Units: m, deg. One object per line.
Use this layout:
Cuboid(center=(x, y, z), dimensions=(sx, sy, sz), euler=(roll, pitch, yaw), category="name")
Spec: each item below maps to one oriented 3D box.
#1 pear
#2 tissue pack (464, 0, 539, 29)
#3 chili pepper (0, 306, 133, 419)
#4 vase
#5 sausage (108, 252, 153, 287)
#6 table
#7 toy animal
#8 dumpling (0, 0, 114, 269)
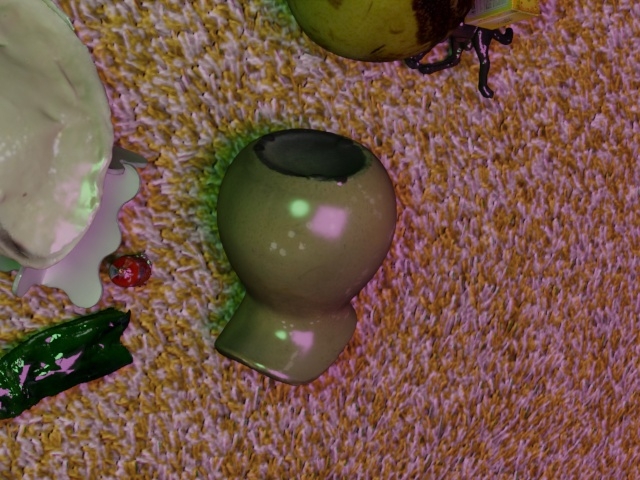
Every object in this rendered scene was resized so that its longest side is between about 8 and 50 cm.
Cuboid(center=(0.082, -0.364, 1.831), dimensions=(0.283, 0.283, 0.283), euler=(-10, 110, -29), category="pear")
Cuboid(center=(0.253, -0.395, 2.002), dimensions=(0.062, 0.095, 0.176), euler=(4, 80, -40), category="tissue pack")
Cuboid(center=(-0.341, 0.160, 1.868), dimensions=(0.224, 0.061, 0.098), euler=(-26, 111, -21), category="chili pepper")
Cuboid(center=(0.000, 0.000, 1.956), dimensions=(0.329, 0.241, 0.302), euler=(-32, 137, -49), category="vase")
Cuboid(center=(-0.248, 0.039, 1.839), dimensions=(0.050, 0.145, 0.048), euler=(-21, 88, 0), category="sausage")
Cuboid(center=(-0.323, -0.028, 1.768), dimensions=(0.166, 0.166, 0.198), euler=(12, 106, -34), category="table")
Cuboid(center=(0.191, -0.304, 2.038), dimensions=(0.233, 0.084, 0.148), euler=(20, 93, -31), category="toy animal")
Cuboid(center=(-0.402, -0.156, 1.603), dimensions=(0.395, 0.233, 0.315), euler=(37, 81, 3), category="dumpling")
